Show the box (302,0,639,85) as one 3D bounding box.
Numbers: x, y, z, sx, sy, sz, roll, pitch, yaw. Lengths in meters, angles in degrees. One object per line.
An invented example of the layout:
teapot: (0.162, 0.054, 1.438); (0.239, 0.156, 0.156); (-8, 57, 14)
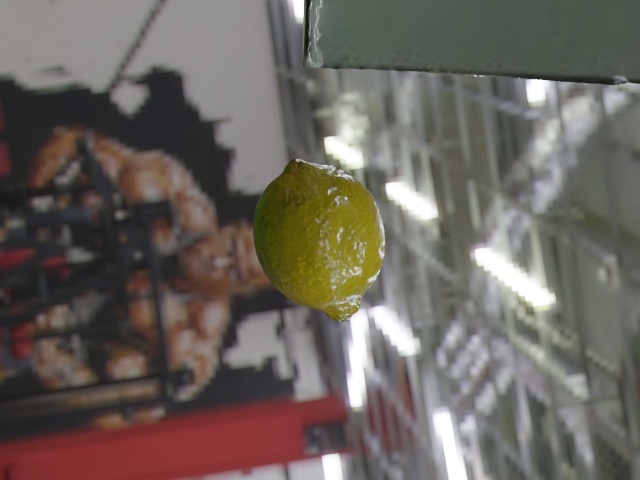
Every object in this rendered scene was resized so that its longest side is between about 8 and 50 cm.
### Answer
box: (0.040, -0.139, 0.434); (0.225, 0.086, 0.129); (-88, -179, -62)

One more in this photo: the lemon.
lemon: (0.000, 0.000, 0.943); (0.062, 0.062, 0.083); (-124, -163, -77)
